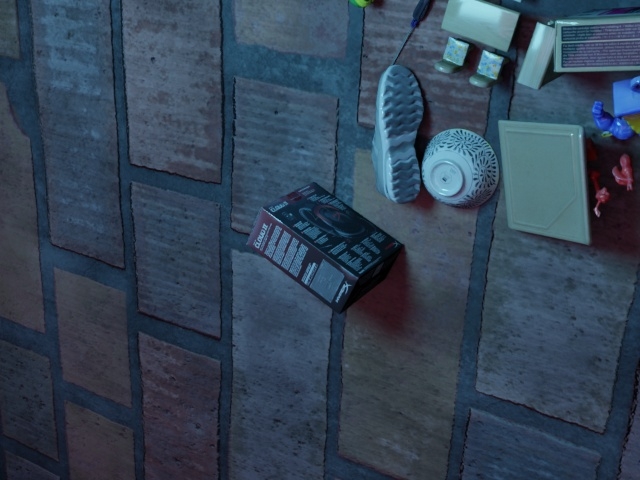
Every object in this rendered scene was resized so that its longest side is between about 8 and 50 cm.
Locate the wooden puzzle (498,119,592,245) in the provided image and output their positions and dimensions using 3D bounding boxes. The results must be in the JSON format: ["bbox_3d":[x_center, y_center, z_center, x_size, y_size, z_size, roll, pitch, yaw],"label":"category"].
[{"bbox_3d":[0.425,-0.115,1.615,0.238,0.044,0.221,22,124,60],"label":"wooden puzzle"}]

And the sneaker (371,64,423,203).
[{"bbox_3d":[0.138,-0.219,1.775,0.115,0.105,0.282,15,105,59],"label":"sneaker"}]

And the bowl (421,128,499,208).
[{"bbox_3d":[0.268,-0.135,1.740,0.170,0.080,0.170,13,115,28],"label":"bowl"}]

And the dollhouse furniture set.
[{"bbox_3d":[0.327,-0.378,1.556,0.242,0.161,0.212,26,121,22],"label":"dollhouse furniture set"}]

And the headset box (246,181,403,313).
[{"bbox_3d":[0.000,0.000,1.880,0.293,0.218,0.110,36,124,15],"label":"headset box"}]

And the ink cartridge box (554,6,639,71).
[{"bbox_3d":[0.510,-0.335,1.410,0.193,0.234,0.088,6,111,30],"label":"ink cartridge box"}]

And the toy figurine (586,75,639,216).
[{"bbox_3d":[0.575,-0.190,1.391,0.362,0.191,0.217,-7,147,35],"label":"toy figurine"}]

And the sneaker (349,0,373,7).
[{"bbox_3d":[0.006,-0.581,1.737,0.295,0.109,0.123,48,149,6],"label":"sneaker"}]

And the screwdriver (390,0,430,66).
[{"bbox_3d":[0.180,-0.419,1.730,0.024,0.025,0.170,39,133,13],"label":"screwdriver"}]
